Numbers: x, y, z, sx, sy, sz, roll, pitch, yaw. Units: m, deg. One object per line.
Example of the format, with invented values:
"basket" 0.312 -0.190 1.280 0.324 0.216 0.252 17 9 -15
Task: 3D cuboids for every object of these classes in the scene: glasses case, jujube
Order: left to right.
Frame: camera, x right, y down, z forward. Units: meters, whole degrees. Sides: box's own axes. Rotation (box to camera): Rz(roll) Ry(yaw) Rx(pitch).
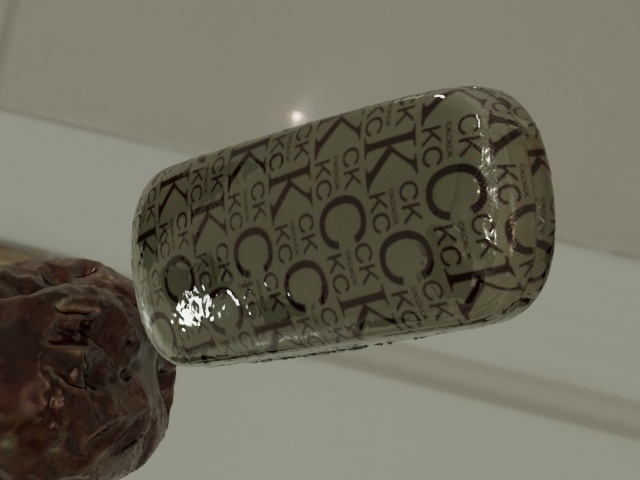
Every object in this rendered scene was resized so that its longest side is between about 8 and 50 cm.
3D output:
"jujube" -0.305 0.153 1.986 0.377 0.276 0.276 -9 -67 -64
"glasses case" 0.000 0.000 1.085 0.085 0.354 0.137 -3 -96 -40
